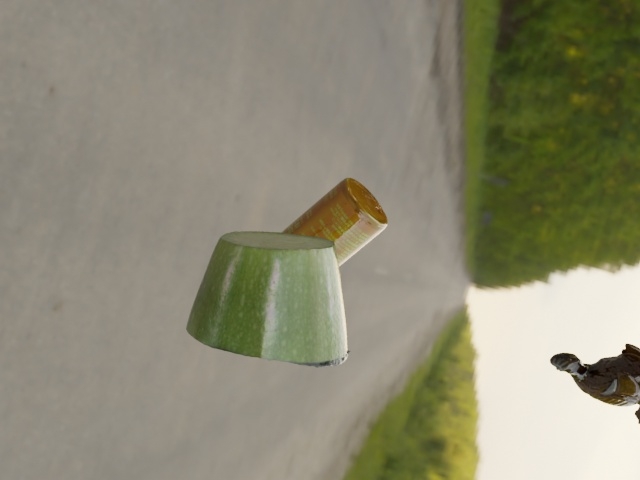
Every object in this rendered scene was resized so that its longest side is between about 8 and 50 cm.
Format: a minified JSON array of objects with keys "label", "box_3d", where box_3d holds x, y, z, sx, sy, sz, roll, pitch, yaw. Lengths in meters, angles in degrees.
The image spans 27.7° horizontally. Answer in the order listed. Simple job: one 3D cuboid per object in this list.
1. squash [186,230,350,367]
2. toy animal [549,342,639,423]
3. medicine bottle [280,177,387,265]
[{"label":"squash","box_3d":[-0.051,0.058,1.325,0.170,0.170,0.123,-43,138,-78]},{"label":"toy animal","box_3d":[0.462,0.207,2.014,0.188,0.179,0.089,-27,-140,57]},{"label":"medicine bottle","box_3d":[0.000,0.000,1.915,0.192,0.096,0.096,-39,-174,20]}]
